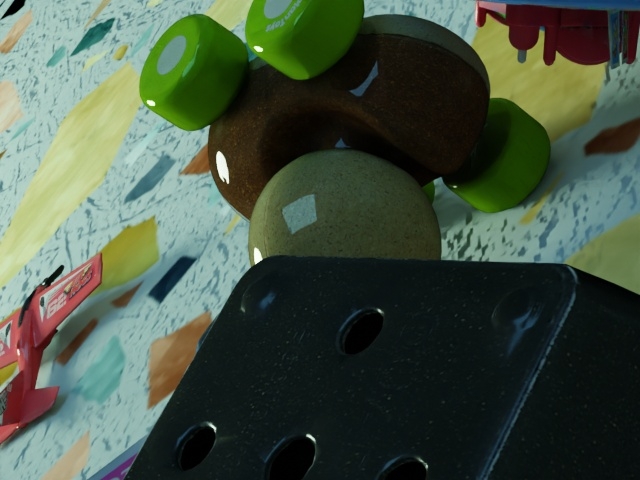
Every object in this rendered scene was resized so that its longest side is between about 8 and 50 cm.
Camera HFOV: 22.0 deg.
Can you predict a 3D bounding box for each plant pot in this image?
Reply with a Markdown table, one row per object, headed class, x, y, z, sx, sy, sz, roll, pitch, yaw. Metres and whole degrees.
| class | x | y | z | sx | sy | sz | roll | pitch | yaw |
| --- | --- | --- | --- | --- | --- | --- | --- | --- | --- |
| plant pot | 0.043 | 0.101 | 0.445 | 0.187 | 0.167 | 0.188 | 2 | 54 | 49 |

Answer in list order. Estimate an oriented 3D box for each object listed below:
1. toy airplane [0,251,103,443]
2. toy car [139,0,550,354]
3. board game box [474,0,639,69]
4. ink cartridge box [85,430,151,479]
| class | x | y | z | sx | sy | sz | roll | pitch | yaw |
| --- | --- | --- | --- | --- | --- | --- | --- | --- | --- |
| toy airplane | -0.183 | 0.072 | 1.034 | 0.151 | 0.028 | 0.151 | -37 | 27 | 23 |
| toy car | 0.000 | 0.000 | 0.732 | 0.149 | 0.155 | 0.188 | -20 | 48 | 44 |
| board game box | 0.104 | -0.100 | 0.745 | 0.133 | 0.033 | 0.168 | 9 | 15 | 24 |
| ink cartridge box | -0.115 | 0.230 | 0.663 | 0.185 | 0.065 | 0.311 | -38 | 28 | 19 |
